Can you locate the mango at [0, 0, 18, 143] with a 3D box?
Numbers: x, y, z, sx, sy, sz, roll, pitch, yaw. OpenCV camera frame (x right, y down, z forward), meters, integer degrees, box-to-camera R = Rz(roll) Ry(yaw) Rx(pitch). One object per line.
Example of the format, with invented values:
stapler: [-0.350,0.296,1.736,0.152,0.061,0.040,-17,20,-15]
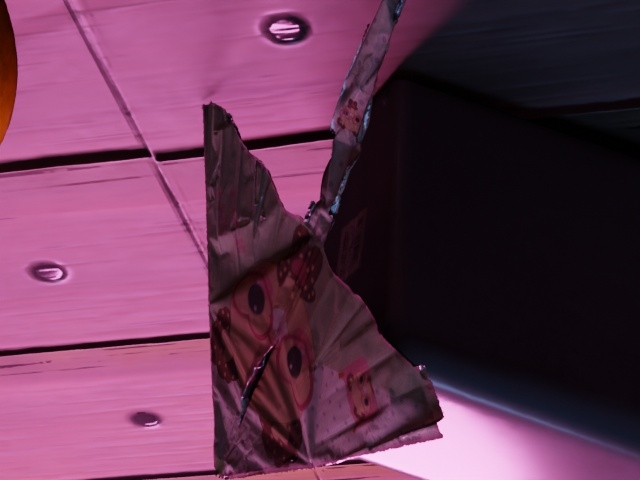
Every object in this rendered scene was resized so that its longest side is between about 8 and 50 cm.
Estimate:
mango: [-0.237,-0.065,0.682,0.254,0.139,0.175,-8,140,26]

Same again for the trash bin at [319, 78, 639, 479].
trash bin: [0.117,0.041,0.794,0.236,0.177,0.101,19,142,-19]

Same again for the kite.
kite: [-0.001,0.000,0.720,0.012,0.229,0.250,0,122,-33]
